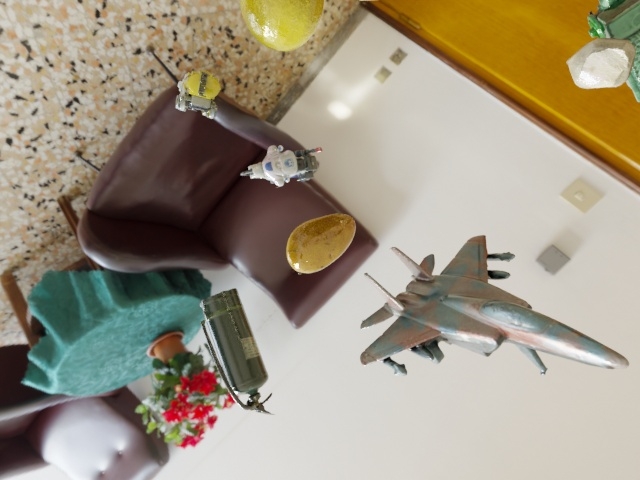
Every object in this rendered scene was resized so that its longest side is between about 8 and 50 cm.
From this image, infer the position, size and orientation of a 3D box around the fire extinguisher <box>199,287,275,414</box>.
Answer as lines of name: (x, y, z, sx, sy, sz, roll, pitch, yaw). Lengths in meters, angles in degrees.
fire extinguisher: (-0.180, 0.260, 0.895, 0.093, 0.294, 0.118, -29, 167, 28)

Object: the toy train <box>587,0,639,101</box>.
toy train: (0.759, -0.488, 0.961, 0.145, 0.201, 0.266, -32, 121, 32)

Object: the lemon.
lemon: (-0.117, -0.665, 1.154, 0.241, 0.240, 0.219, -17, 139, -44)

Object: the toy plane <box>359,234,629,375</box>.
toy plane: (0.156, 0.081, 0.422, 0.223, 0.104, 0.326, -43, -159, -11)

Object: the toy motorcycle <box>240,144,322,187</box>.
toy motorcycle: (-0.089, -0.192, 1.048, 0.150, 0.102, 0.221, -8, -173, 41)

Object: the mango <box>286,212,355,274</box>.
mango: (0.000, 0.000, 1.175, 0.227, 0.147, 0.109, -38, -174, 2)

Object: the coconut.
coconut: (0.604, -0.383, 0.874, 0.110, 0.125, 0.110, -29, 127, -48)

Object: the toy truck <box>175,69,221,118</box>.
toy truck: (-0.336, -0.406, 1.109, 0.098, 0.227, 0.114, 8, 105, -26)
